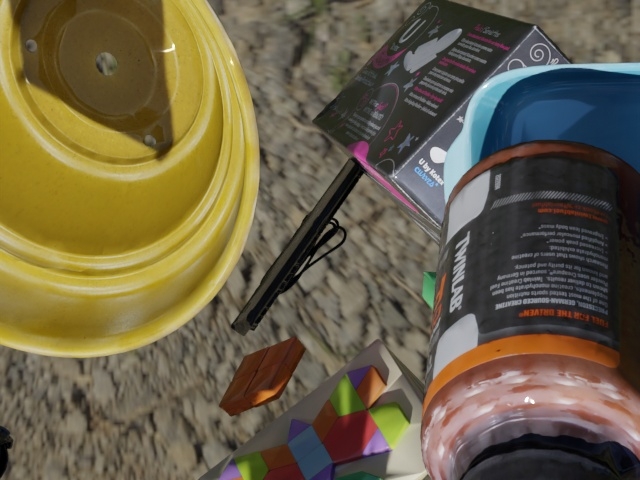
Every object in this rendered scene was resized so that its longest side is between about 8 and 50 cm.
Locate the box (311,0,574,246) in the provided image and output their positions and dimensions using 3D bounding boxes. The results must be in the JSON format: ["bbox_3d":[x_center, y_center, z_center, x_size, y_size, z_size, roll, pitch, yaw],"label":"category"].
[{"bbox_3d":[0.120,-0.064,1.287,0.163,0.247,0.142,43,91,-17],"label":"box"}]

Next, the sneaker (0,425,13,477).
[{"bbox_3d":[-0.261,0.133,1.252,0.118,0.222,0.083,30,91,5],"label":"sneaker"}]

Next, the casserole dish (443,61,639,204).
[{"bbox_3d":[0.153,-0.030,0.877,0.188,0.037,0.114,0,98,23],"label":"casserole dish"}]

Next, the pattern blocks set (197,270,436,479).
[{"bbox_3d":[0.000,0.154,1.227,0.325,0.285,0.026,-47,126,-9],"label":"pattern blocks set"}]

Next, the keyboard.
[{"bbox_3d":[0.000,0.000,1.436,0.038,0.100,0.192,37,77,-6],"label":"keyboard"}]

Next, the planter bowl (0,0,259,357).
[{"bbox_3d":[-0.110,-0.065,0.789,0.217,0.090,0.217,9,117,18],"label":"planter bowl"}]

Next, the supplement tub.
[{"bbox_3d":[0.097,0.053,0.779,0.106,0.198,0.106,5,132,5],"label":"supplement tub"}]
